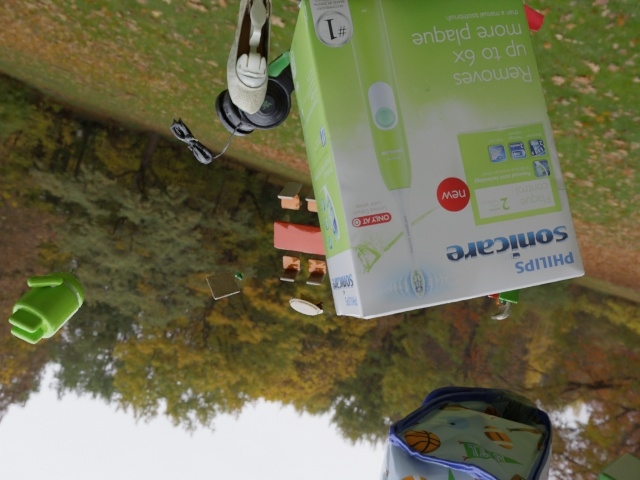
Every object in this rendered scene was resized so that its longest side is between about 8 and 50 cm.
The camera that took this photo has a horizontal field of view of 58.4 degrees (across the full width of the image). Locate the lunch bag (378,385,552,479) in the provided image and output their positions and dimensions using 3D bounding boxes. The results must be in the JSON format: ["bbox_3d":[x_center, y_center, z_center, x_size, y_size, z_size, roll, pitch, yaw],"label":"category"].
[{"bbox_3d":[0.219,0.419,0.885,0.239,0.327,0.385,17,-171,30],"label":"lunch bag"}]

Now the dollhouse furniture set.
[{"bbox_3d":[0.000,0.000,1.517,0.259,0.262,0.135,7,-151,12],"label":"dollhouse furniture set"}]

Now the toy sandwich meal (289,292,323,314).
[{"bbox_3d":[-0.031,0.150,1.356,0.086,0.029,0.085,16,154,8],"label":"toy sandwich meal"}]

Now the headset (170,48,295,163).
[{"bbox_3d":[-0.192,-0.357,1.436,0.185,0.394,0.243,45,159,-26],"label":"headset"}]

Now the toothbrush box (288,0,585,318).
[{"bbox_3d":[0.098,-0.083,0.547,0.206,0.283,0.122,-9,176,-10],"label":"toothbrush box"}]

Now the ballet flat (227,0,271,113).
[{"bbox_3d":[-0.094,-0.257,0.765,0.057,0.168,0.052,3,180,-17],"label":"ballet flat"}]

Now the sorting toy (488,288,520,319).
[{"bbox_3d":[0.369,0.062,1.146,0.047,0.195,0.348,15,176,14],"label":"sorting toy"}]

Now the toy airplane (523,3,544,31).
[{"bbox_3d":[0.309,-0.407,0.940,0.151,0.151,0.028,19,-174,8],"label":"toy airplane"}]

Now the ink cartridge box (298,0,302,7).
[{"bbox_3d":[0.008,-0.377,0.937,0.048,0.028,0.083,46,-149,10],"label":"ink cartridge box"}]

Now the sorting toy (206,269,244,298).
[{"bbox_3d":[-0.199,0.093,1.242,0.083,0.012,0.062,-16,-123,-22],"label":"sorting toy"}]

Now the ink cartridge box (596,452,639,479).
[{"bbox_3d":[0.463,0.447,0.811,0.093,0.219,0.160,-9,-156,-39],"label":"ink cartridge box"}]

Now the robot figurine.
[{"bbox_3d":[-0.385,0.091,0.814,0.067,0.101,0.115,23,-138,6],"label":"robot figurine"}]
